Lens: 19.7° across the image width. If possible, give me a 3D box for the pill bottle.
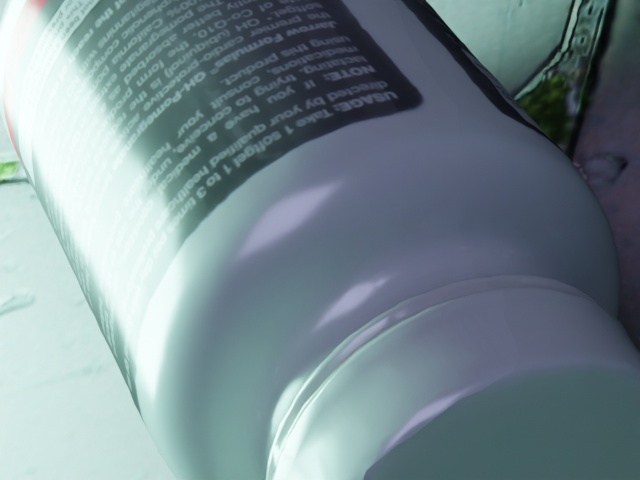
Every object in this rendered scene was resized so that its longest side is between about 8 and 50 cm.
[{"bbox_3d":[0.000,0.000,0.681,0.176,0.176,0.318,-37,42,3],"label":"pill bottle"}]
